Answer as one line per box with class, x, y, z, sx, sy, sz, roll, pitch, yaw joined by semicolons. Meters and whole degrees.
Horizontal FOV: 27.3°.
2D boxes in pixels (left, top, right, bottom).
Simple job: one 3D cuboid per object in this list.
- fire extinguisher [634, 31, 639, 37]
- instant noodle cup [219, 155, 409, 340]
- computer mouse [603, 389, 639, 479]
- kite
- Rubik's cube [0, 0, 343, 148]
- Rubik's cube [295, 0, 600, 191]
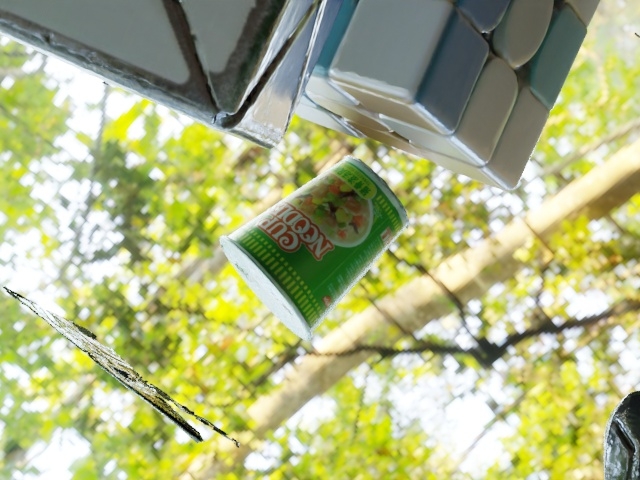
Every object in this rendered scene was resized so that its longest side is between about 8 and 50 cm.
fire extinguisher;0.406;-0.259;1.405;0.049;0.173;0.035;23;151;45
instant noodle cup;0.000;0.000;1.973;0.207;0.232;0.207;45;167;13
computer mouse;0.332;0.243;1.277;0.073;0.122;0.217;-90;-8;-59
kite;-0.187;0.131;1.284;0.314;0.011;0.335;39;175;-31
Rubik's cube;-0.108;-0.230;0.922;0.255;0.260;0.259;25;-179;4
Rubik's cube;0.102;-0.302;1.548;0.344;0.347;0.347;22;178;29
